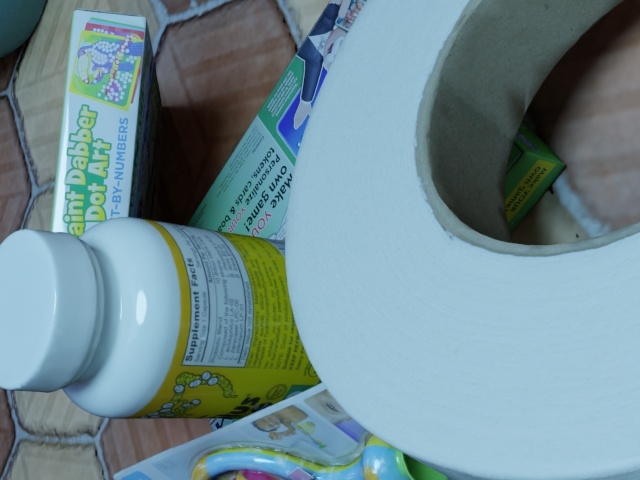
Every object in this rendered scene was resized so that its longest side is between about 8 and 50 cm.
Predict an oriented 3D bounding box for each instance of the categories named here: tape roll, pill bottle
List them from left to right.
[{"bbox_3d":[-0.088,0.049,0.622,0.118,0.208,0.117,-10,76,45],"label":"pill bottle"},{"bbox_3d":[0.142,-0.069,0.458,0.392,0.072,0.392,-30,43,32],"label":"tape roll"}]

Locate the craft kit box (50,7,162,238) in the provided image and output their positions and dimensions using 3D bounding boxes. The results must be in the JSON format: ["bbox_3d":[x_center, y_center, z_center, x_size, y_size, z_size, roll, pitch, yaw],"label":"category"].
[{"bbox_3d":[-0.162,-0.017,0.792,0.246,0.061,0.249,120,155,-83],"label":"craft kit box"}]

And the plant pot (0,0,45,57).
[{"bbox_3d":[-0.406,-0.291,1.093,0.290,0.195,0.290,-10,76,46],"label":"plant pot"}]

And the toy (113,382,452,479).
[{"bbox_3d":[-0.021,0.171,0.647,0.237,0.137,0.056,-32,26,36],"label":"toy"}]

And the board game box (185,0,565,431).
[{"bbox_3d":[0.000,0.000,0.724,0.317,0.046,0.213,-54,50,25],"label":"board game box"}]
